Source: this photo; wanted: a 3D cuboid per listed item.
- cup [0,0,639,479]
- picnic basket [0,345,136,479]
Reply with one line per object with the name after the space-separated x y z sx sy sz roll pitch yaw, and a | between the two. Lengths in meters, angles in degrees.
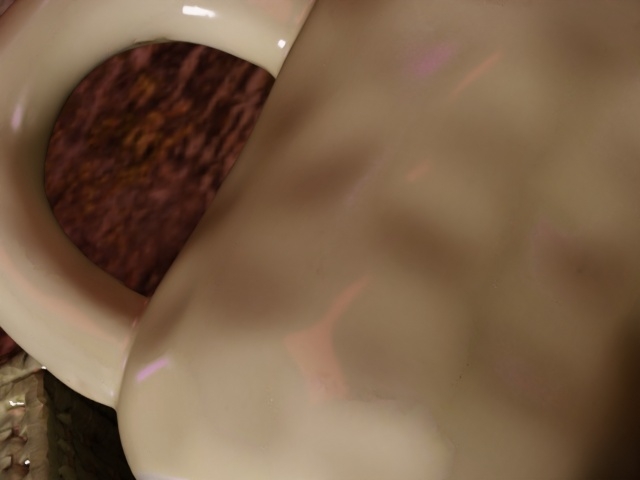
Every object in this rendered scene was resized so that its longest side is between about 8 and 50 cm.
0.010 -0.001 0.640 0.202 0.255 0.173 -62 17 -17 | cup
-0.141 0.135 0.727 0.196 0.134 0.154 -25 49 19 | picnic basket
